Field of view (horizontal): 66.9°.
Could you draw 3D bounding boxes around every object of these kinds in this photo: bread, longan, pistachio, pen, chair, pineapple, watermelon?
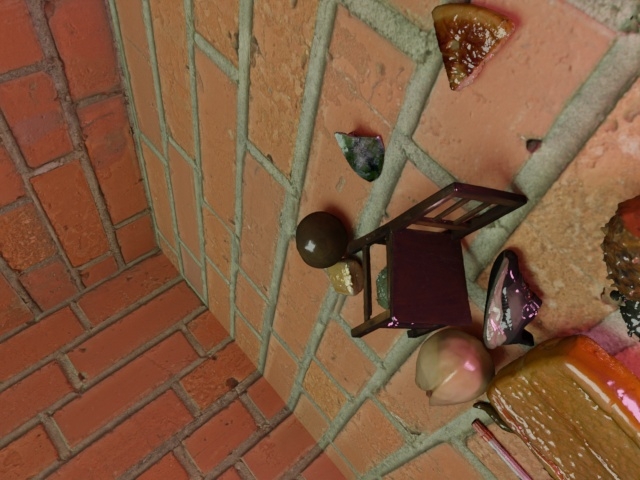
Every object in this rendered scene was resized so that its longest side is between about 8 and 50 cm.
[{"bbox_3d":[0.545,0.353,0.986,0.337,0.147,0.328,47,146,20],"label":"bread"},{"bbox_3d":[0.085,0.110,1.513,0.106,0.082,0.125,2,111,45],"label":"bread"},{"bbox_3d":[0.000,0.000,1.447,0.167,0.167,0.187,54,152,5],"label":"longan"},{"bbox_3d":[0.333,0.336,1.249,0.187,0.187,0.299,46,154,18],"label":"pistachio"},{"bbox_3d":[0.529,0.620,1.399,0.239,0.028,0.028,48,151,15],"label":"pen"},{"bbox_3d":[0.241,-0.350,0.824,0.136,0.054,0.154,50,145,9],"label":"bread"},{"bbox_3d":[0.234,0.072,1.035,0.416,0.202,0.241,147,127,-62],"label":"chair"},{"bbox_3d":[0.519,0.060,0.748,0.157,0.158,0.279,27,153,42],"label":"pineapple"},{"bbox_3d":[0.111,-0.210,1.182,0.101,0.080,0.155,-10,112,22],"label":"watermelon"}]

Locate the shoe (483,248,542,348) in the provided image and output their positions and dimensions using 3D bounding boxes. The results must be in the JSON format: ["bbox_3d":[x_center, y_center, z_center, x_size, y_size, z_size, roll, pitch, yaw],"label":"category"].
[{"bbox_3d":[0.410,0.131,1.027,0.112,0.099,0.228,9,112,15],"label":"shoe"}]

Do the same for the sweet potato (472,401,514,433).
[{"bbox_3d":[0.482,0.482,1.323,0.153,0.038,0.042,28,118,44],"label":"sweet potato"}]

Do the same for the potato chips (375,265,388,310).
[{"bbox_3d":[0.213,0.159,1.371,0.167,0.059,0.229,47,154,49],"label":"potato chips"}]
